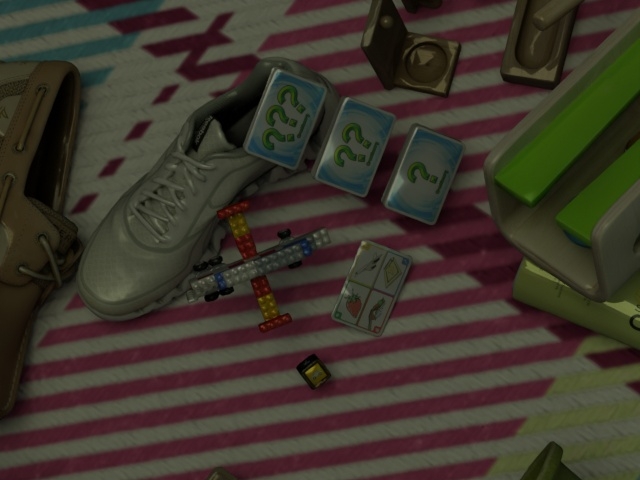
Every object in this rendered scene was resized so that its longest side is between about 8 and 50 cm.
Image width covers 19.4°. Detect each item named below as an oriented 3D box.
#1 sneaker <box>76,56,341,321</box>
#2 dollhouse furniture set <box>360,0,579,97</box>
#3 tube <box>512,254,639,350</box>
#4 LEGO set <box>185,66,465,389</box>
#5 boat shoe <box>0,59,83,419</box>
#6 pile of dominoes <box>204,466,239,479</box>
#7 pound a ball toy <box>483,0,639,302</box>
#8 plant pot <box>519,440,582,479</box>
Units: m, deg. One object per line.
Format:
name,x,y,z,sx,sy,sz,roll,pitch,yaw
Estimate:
sneaker,-0.110,-0.052,1.626,0.292,0.118,0.110,-46,74,1
dollhouse furniture set,0.134,-0.200,1.600,0.151,0.123,0.144,13,80,15
tube,0.280,0.060,1.543,0.240,0.062,0.070,21,110,13
LEGO set,0.000,0.000,1.570,0.182,0.060,0.244,21,95,-15
boat shoe,-0.272,-0.002,1.647,0.110,0.121,0.341,-2,76,13
pile of dominoes,-0.097,0.334,1.537,0.196,0.040,0.251,-36,57,4
pound a ball toy,0.262,-0.121,1.545,0.319,0.135,0.208,-44,57,-17
plant pot,0.211,0.334,1.407,0.254,0.276,0.276,31,85,5
